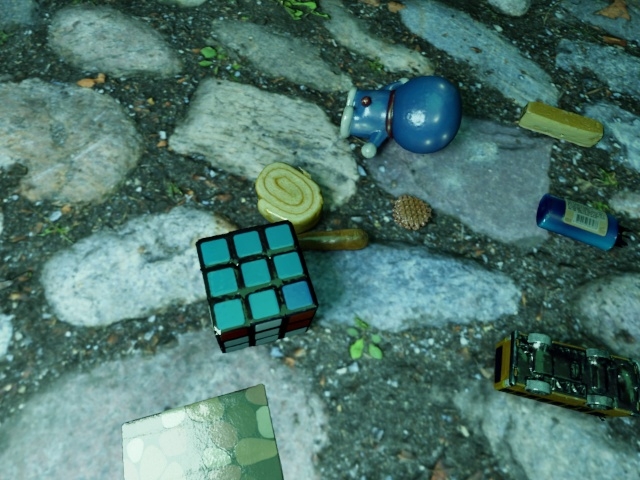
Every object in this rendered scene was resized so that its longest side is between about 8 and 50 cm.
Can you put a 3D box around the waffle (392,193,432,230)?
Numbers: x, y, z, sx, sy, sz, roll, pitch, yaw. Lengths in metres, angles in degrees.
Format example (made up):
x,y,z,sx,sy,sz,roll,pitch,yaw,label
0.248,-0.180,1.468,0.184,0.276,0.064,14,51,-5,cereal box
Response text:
x,y,z,sx,sy,sz,roll,pitch,yaw,label
0.191,-0.059,0.852,0.083,0.029,0.075,30,67,6,waffle

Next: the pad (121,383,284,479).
x,y,z,sx,sy,sz,roll,pitch,yaw,label
-0.188,0.337,0.647,0.235,0.003,0.158,-12,67,-11,pad

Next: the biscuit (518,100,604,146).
x,y,z,sx,sy,sz,roll,pitch,yaw,label
0.570,-0.274,0.973,0.188,0.056,0.052,20,67,2,biscuit

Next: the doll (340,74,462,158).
x,y,z,sx,sy,sz,roll,pitch,yaw,label
0.173,-0.267,0.893,0.257,0.161,0.215,10,77,17,doll

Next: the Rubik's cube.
x,y,z,sx,sy,sz,roll,pitch,yaw,label
-0.108,0.081,0.688,0.162,0.163,0.160,-13,67,-15,Rubik's cube

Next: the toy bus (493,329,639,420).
x,y,z,sx,sy,sz,roll,pitch,yaw,label
0.410,0.231,0.692,0.201,0.114,0.098,13,64,6,toy bus

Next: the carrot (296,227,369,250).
x,y,z,sx,sy,sz,roll,pitch,yaw,label
0.000,0.000,0.797,0.191,0.047,0.047,-1,66,-5,carrot

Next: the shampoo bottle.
x,y,z,sx,sy,sz,roll,pitch,yaw,label
0.556,-0.036,0.864,0.183,0.050,0.087,20,63,4,shampoo bottle

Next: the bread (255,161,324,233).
x,y,z,sx,sy,sz,roll,pitch,yaw,label
-0.066,-0.085,0.814,0.149,0.073,0.122,33,69,10,bread
